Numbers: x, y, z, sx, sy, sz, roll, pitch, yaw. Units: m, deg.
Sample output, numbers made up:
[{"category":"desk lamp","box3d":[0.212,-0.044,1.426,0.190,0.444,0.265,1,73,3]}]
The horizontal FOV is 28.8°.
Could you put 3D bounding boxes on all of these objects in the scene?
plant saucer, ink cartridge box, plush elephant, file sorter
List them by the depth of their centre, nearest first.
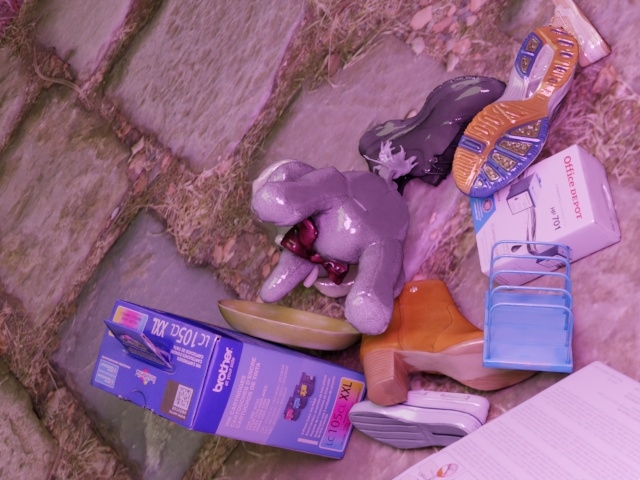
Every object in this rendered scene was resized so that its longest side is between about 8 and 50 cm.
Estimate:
[{"category":"ink cartridge box","box3d":[0.265,0.306,1.491,0.385,0.091,0.308,-30,17,-9]},{"category":"file sorter","box3d":[0.285,0.085,1.699,0.118,0.104,0.170,3,31,7]},{"category":"ink cartridge box","box3d":[0.325,-0.033,1.820,0.191,0.082,0.139,-29,51,32]},{"category":"ink cartridge box","box3d":[-0.161,0.210,1.915,0.270,0.395,0.151,13,86,46]},{"category":"plush elephant","box3d":[0.000,0.000,1.938,0.255,0.272,0.330,-39,10,44]},{"category":"plant saucer","box3d":[-0.049,0.137,1.977,0.241,0.241,0.037,13,93,46]}]

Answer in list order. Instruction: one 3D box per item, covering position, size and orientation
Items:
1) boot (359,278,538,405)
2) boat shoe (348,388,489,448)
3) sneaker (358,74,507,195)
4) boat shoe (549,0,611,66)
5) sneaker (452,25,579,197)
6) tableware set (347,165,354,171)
[{"category":"boot","box3d":[0.195,0.127,1.851,0.295,0.104,0.211,-15,36,15]},{"category":"boat shoe","box3d":[0.151,0.260,1.849,0.226,0.083,0.076,4,43,36]},{"category":"sneaker","box3d":[0.193,-0.162,2.010,0.286,0.109,0.130,-33,59,36]},{"category":"boat shoe","box3d":[0.384,-0.334,1.930,0.059,0.063,0.170,-38,48,15]},{"category":"sneaker","box3d":[0.300,-0.172,1.863,0.112,0.131,0.296,31,76,17]},{"category":"tableware set","box3d":[0.054,-0.044,2.124,0.104,0.024,0.154,-45,47,21]}]
